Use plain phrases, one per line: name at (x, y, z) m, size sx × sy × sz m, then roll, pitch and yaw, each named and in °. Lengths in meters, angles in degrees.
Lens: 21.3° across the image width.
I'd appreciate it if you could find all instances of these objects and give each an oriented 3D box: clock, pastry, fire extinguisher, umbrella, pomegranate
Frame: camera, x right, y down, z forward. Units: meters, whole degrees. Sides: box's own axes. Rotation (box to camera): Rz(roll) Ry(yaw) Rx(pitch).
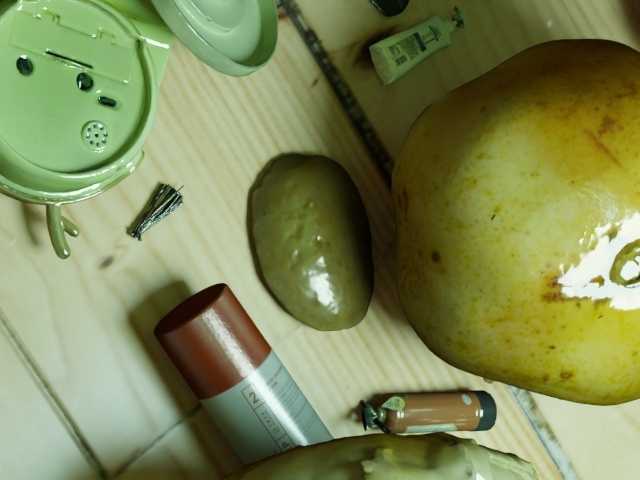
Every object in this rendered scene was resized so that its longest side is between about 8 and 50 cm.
clock at (-0.120, -0.281, 1.776) m, size 0.235 × 0.029 × 0.235 m, roll 42°, pitch 34°, yaw -37°
pastry at (0.060, 0.340, 1.680) m, size 0.409 × 0.409 × 0.245 m, roll 8°, pitch 59°, yaw -29°
fire extinguisher at (0.116, 0.196, 1.924) m, size 0.177 × 0.062 × 0.050 m, roll 0°, pitch 120°, yaw -30°
clock at (-0.269, -0.144, 1.711) m, size 0.235 × 0.096 × 0.308 m, roll 17°, pitch 78°, yaw -29°
umbrella at (-0.172, -0.032, 1.802) m, size 0.031 × 0.020 × 0.083 m, roll 48°, pitch 70°, yaw -17°
pomegranate at (0.268, -0.014, 1.866) m, size 0.416 × 0.416 × 0.416 m, roll 3°, pitch 83°, yaw -30°

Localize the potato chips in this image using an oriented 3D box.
potato chips at (0.000, 0.000, 1.882) m, size 0.150 × 0.049 × 0.202 m, roll -6°, pitch 82°, yaw -36°

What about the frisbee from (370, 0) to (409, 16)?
frisbee at (0.018, -0.352, 1.948) m, size 0.211 × 0.012 × 0.187 m, roll 11°, pitch 79°, yaw -29°

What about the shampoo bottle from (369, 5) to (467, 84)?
shampoo bottle at (0.119, -0.231, 1.981) m, size 0.141 × 0.034 × 0.049 m, roll -31°, pitch 94°, yaw -29°

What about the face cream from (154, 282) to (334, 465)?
face cream at (-0.078, 0.156, 1.791) m, size 0.096 × 0.096 × 0.214 m, roll -40°, pitch 104°, yaw -27°
